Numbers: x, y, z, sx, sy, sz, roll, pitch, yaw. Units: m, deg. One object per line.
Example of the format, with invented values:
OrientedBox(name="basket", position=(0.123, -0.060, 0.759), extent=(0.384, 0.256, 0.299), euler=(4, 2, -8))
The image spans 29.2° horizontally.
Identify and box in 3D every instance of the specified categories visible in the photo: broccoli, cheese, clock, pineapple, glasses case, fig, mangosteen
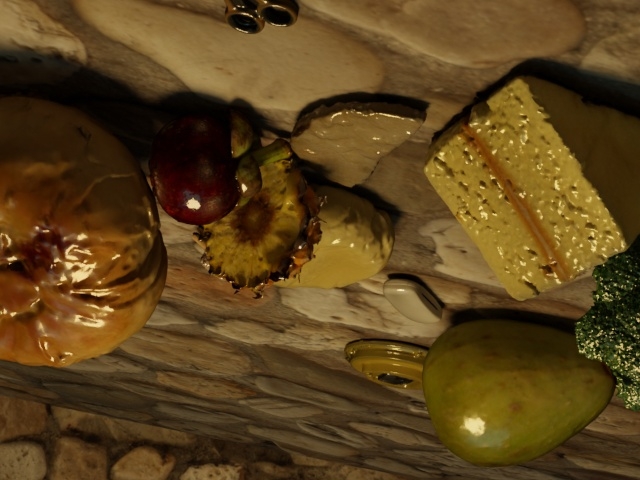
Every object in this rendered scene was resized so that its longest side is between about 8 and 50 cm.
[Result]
OrientedBox(name="broccoli", position=(0.461, 0.090, 1.714), extent=(0.254, 0.269, 0.269), euler=(-25, 160, -7))
OrientedBox(name="cheese", position=(0.000, 0.000, 1.816), extent=(0.214, 0.117, 0.226), euler=(17, 155, -32))
OrientedBox(name="clock", position=(0.159, 0.263, 2.495), extent=(0.237, 0.057, 0.237), euler=(9, 160, 3))
OrientedBox(name="pineapple", position=(-0.074, -0.022, 1.684), extent=(0.225, 0.224, 0.076), euler=(-7, 167, 40))
OrientedBox(name="glasses case", position=(0.159, 0.104, 2.099), extent=(0.063, 0.041, 0.164), euler=(-2, 155, 27))
OrientedBox(name="fig", position=(0.343, 0.258, 2.123), extent=(0.327, 0.258, 0.258), euler=(-9, 154, 16))
OrientedBox(name="mangosteen", position=(-0.135, -0.089, 1.602), extent=(0.182, 0.145, 0.156), euler=(11, 157, 2))

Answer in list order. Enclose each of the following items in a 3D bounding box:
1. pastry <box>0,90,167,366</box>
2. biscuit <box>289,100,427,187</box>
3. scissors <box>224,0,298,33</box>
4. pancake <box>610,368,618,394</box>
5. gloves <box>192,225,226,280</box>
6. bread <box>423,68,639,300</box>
OrientedBox(name="pastry", position=(-0.389, -0.017, 1.675), extent=(0.410, 0.245, 0.409), euler=(8, 124, 11))
OrientedBox(name="biscuit", position=(0.032, -0.131, 1.566), extent=(0.133, 0.032, 0.250), euler=(16, 159, -14))
OrientedBox(name="scissors", position=(-0.110, -0.280, 1.275), extent=(0.088, 0.017, 0.220), euler=(-3, 155, 34))
OrientedBox(name="pancake", position=(0.491, 0.260, 2.246), extent=(0.152, 0.025, 0.151), euler=(-15, -166, 4))
OrientedBox(name="gloves", position=(-0.133, 0.025, 1.987), extent=(0.144, 0.094, 0.110), euler=(1, 170, 5))
OrientedBox(name="bread", position=(0.278, -0.099, 1.466), extent=(0.236, 0.198, 0.263), euler=(48, 152, -2))
